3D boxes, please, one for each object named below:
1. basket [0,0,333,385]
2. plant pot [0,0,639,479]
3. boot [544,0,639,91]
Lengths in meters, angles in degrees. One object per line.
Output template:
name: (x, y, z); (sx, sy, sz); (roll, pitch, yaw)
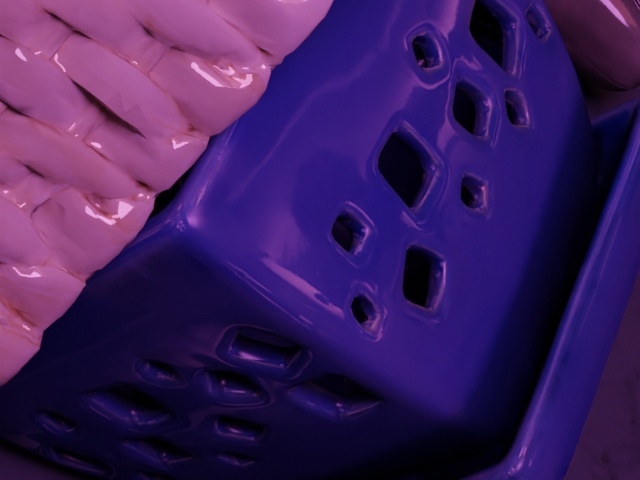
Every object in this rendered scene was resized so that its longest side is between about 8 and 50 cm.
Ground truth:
basket: (-0.155, -0.174, 0.706); (0.331, 0.266, 0.328); (39, 96, -29)
plant pot: (0.000, 0.000, 0.845); (0.212, 0.236, 0.236); (38, 54, -19)
boot: (0.048, -0.130, 1.034); (0.246, 0.083, 0.161); (42, 62, 4)
